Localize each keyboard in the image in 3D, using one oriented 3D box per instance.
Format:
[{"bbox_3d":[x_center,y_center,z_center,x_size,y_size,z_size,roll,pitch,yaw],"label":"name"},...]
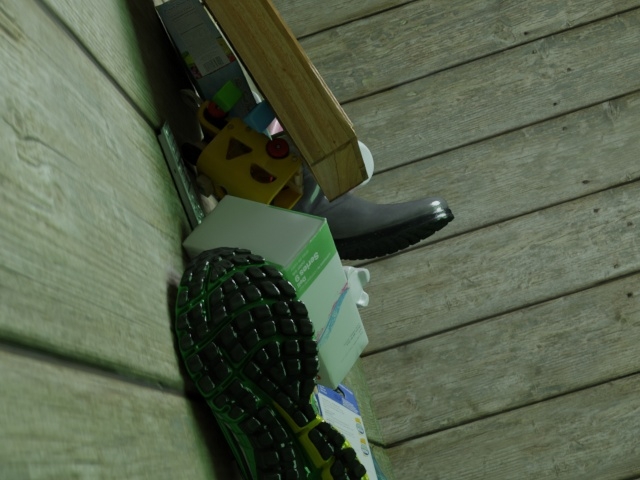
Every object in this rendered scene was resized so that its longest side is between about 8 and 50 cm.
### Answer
[{"bbox_3d":[-0.153,-0.027,1.072,0.072,0.014,0.256,-93,165,-73],"label":"keyboard"}]

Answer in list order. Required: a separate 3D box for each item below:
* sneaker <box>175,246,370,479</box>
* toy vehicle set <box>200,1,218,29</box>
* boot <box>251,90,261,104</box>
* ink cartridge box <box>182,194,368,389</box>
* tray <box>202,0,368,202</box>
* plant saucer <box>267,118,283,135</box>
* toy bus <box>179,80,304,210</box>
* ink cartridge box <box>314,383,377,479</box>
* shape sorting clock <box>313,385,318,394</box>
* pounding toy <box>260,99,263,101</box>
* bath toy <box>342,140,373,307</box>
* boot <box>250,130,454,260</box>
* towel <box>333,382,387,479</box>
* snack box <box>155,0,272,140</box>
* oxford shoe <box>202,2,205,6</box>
[{"bbox_3d":[-0.065,0.172,0.881,0.343,0.134,0.146,69,-21,6],"label":"sneaker"},{"bbox_3d":[-0.203,-0.339,1.514,0.267,0.035,0.166,-93,165,-73],"label":"toy vehicle set"},{"bbox_3d":[-0.105,-0.172,1.681,0.123,0.095,0.258,50,22,-62],"label":"boot"},{"bbox_3d":[-0.048,0.064,1.011,0.093,0.154,0.212,-53,140,-31],"label":"ink cartridge box"},{"bbox_3d":[-0.076,-0.258,1.128,0.411,0.076,0.203,57,0,13],"label":"tray"},{"bbox_3d":[-0.051,-0.098,1.510,0.332,0.084,0.332,0,90,-65],"label":"plant saucer"},{"bbox_3d":[-0.118,-0.100,1.113,0.191,0.104,0.202,50,-22,-27],"label":"toy bus"},{"bbox_3d":[0.034,0.369,1.352,0.186,0.065,0.311,43,30,-55],"label":"ink cartridge box"},{"bbox_3d":[0.026,0.367,1.574,0.206,0.040,0.206,64,-4,9],"label":"shape sorting clock"},{"bbox_3d":[-0.101,-0.261,2.009,0.237,0.110,0.183,-95,167,-72],"label":"pounding toy"},{"bbox_3d":[0.000,0.000,1.380,0.151,0.129,0.348,10,83,-54],"label":"bath toy"},{"bbox_3d":[0.013,-0.076,1.263,0.118,0.338,0.222,52,25,-76],"label":"boot"},{"bbox_3d":[0.057,0.361,1.816,0.271,0.040,0.370,-115,-178,-48],"label":"towel"},{"bbox_3d":[-0.156,-0.243,1.252,0.207,0.070,0.174,57,-6,39],"label":"snack box"},{"bbox_3d":[-0.216,-0.480,1.435,0.348,0.123,0.130,60,39,-14],"label":"oxford shoe"}]
